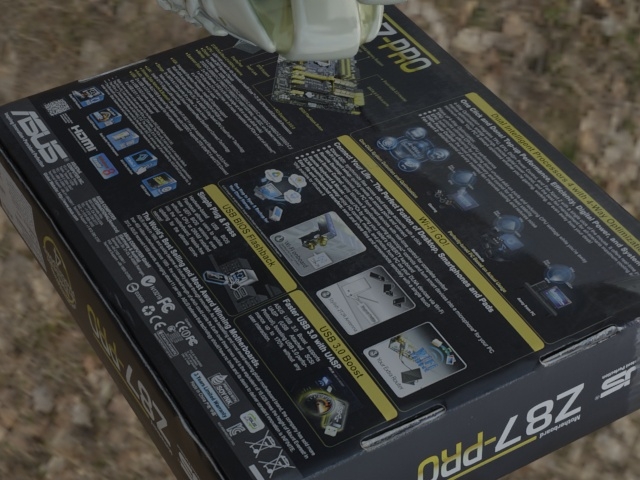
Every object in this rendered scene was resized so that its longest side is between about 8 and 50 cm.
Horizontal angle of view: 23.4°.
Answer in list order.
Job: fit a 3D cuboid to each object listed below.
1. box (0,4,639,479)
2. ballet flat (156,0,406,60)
[{"bbox_3d":[0.000,0.000,0.999,0.318,0.395,0.097,-24,136,-20],"label":"box"},{"bbox_3d":[0.000,-0.161,0.735,0.147,0.409,0.147,5,74,-18],"label":"ballet flat"}]
